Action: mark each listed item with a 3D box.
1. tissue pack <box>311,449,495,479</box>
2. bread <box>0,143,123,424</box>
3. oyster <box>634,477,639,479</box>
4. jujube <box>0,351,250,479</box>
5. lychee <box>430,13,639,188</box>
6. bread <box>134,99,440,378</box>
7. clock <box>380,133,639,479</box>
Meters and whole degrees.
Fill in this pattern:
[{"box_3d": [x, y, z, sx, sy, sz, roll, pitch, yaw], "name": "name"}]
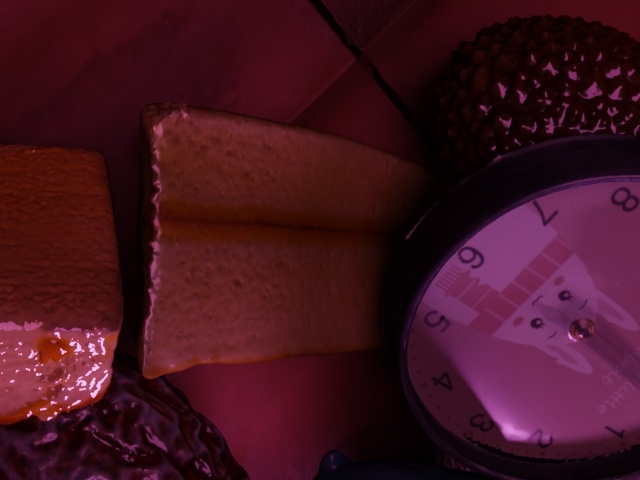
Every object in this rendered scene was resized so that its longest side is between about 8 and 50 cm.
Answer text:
[{"box_3d": [0.100, 0.322, 0.834, 0.287, 0.198, 0.206, 19, 69, -47], "name": "tissue pack"}, {"box_3d": [-0.266, 0.026, 0.699, 0.184, 0.275, 0.114, 1, 123, -19], "name": "bread"}, {"box_3d": [0.432, 0.259, 1.031, 0.341, 0.110, 0.166, 3, 94, -22], "name": "oyster"}, {"box_3d": [-0.178, 0.254, 0.763, 0.226, 0.226, 0.317, -41, 99, -14], "name": "jujube"}, {"box_3d": [0.241, -0.111, 0.878, 0.267, 0.267, 0.267, 0, 91, -19], "name": "lychee"}, {"box_3d": [0.000, 0.000, 0.814, 0.361, 0.245, 0.233, 2, 89, -15], "name": "bread"}, {"box_3d": [0.255, 0.086, 0.808, 0.386, 0.076, 0.386, 0, 119, -1], "name": "clock"}]
